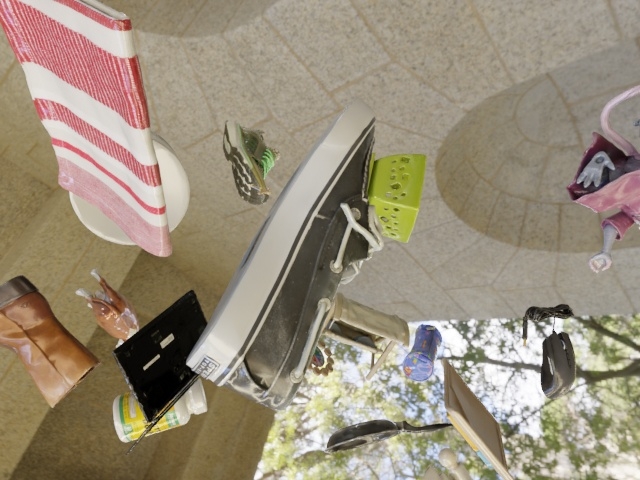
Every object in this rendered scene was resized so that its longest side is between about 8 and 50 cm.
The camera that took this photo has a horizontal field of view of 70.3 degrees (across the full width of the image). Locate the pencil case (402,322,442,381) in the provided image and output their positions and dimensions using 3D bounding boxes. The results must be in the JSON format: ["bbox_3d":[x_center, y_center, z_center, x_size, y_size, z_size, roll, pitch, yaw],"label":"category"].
[{"bbox_3d":[0.420,0.444,1.839,0.306,0.119,0.133,-34,-35,-64],"label":"pencil case"}]

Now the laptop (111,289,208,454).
[{"bbox_3d":[-0.343,0.278,0.976,0.234,0.137,0.264,-47,-56,-56],"label":"laptop"}]

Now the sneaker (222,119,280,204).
[{"bbox_3d":[-0.217,-0.287,1.578,0.182,0.158,0.410,-8,-130,-21],"label":"sneaker"}]

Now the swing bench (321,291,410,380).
[{"bbox_3d":[0.115,0.293,1.469,0.253,0.254,0.165,24,-140,-11],"label":"swing bench"}]

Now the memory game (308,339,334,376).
[{"bbox_3d":[-0.019,0.422,1.683,0.186,0.012,0.186,34,-152,-21],"label":"memory game"}]

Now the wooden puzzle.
[{"bbox_3d":[0.350,0.412,1.054,0.221,0.044,0.238,51,-164,-3],"label":"wooden puzzle"}]

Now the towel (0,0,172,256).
[{"bbox_3d":[-0.293,-0.146,0.576,0.037,0.237,0.329,-42,-26,-37],"label":"towel"}]

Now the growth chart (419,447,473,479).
[{"bbox_3d":[0.086,0.266,0.325,0.237,0.021,0.172,-10,-113,-47],"label":"growth chart"}]

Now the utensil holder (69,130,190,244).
[{"bbox_3d":[-0.571,-0.177,1.381,0.328,0.385,0.327,-7,-73,-22],"label":"utensil holder"}]

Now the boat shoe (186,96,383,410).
[{"bbox_3d":[0.002,-0.001,0.419,0.105,0.113,0.306,32,-122,-11],"label":"boat shoe"}]

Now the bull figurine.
[{"bbox_3d":[-0.600,0.217,1.319,0.188,0.310,0.101,41,-123,13],"label":"bull figurine"}]

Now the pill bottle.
[{"bbox_3d":[-0.401,0.422,1.153,0.208,0.117,0.117,-13,-90,-13],"label":"pill bottle"}]

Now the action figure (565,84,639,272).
[{"bbox_3d":[0.680,-0.099,0.979,0.370,0.248,0.275,31,-122,-33],"label":"action figure"}]

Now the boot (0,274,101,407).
[{"bbox_3d":[-0.686,0.263,1.043,0.264,0.096,0.280,-39,-88,-4],"label":"boot"}]

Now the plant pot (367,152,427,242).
[{"bbox_3d":[0.226,-0.153,1.532,0.228,0.207,0.227,88,-166,-60],"label":"plant pot"}]

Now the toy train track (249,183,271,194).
[{"bbox_3d":[-0.177,-0.155,1.339,0.048,0.083,0.014,-29,-47,-41],"label":"toy train track"}]

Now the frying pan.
[{"bbox_3d":[0.165,0.464,1.113,0.197,0.326,0.053,67,-174,-60],"label":"frying pan"}]

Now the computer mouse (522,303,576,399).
[{"bbox_3d":[0.614,0.299,1.209,0.184,0.060,0.262,7,-93,-23],"label":"computer mouse"}]
